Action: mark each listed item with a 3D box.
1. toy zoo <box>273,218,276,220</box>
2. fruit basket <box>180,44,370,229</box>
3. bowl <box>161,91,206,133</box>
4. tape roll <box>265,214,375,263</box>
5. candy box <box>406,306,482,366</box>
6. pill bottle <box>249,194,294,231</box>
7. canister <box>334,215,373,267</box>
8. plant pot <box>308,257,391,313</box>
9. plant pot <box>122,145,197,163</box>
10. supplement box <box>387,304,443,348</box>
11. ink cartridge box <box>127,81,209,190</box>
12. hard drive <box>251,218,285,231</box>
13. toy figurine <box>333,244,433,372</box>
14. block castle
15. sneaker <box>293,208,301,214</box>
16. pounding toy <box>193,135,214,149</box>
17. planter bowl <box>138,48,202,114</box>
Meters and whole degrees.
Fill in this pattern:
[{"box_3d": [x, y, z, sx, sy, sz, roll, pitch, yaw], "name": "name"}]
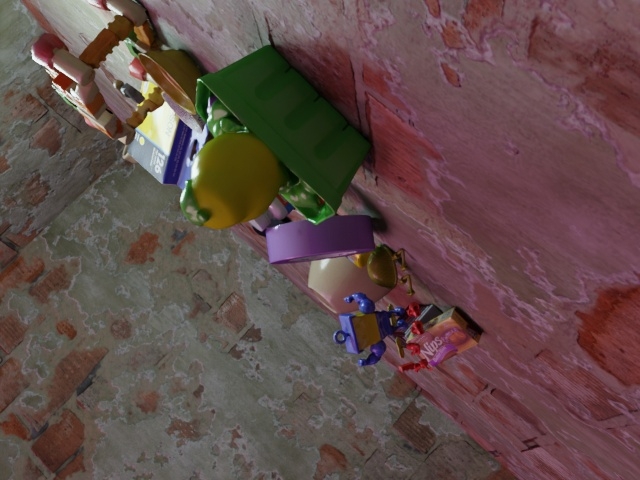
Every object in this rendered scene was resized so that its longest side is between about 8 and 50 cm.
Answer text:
[{"box_3d": [-0.217, -0.156, 2.474, 0.192, 0.030, 0.293, 43, 169, -2], "name": "toy zoo"}, {"box_3d": [-0.130, -0.153, 1.304, 0.392, 0.392, 0.283, 44, 169, -5], "name": "fruit basket"}, {"box_3d": [-0.397, -0.416, 1.993, 0.170, 0.080, 0.170, 41, 169, 9], "name": "bowl"}, {"box_3d": [0.000, 0.000, 1.676, 0.275, 0.275, 0.090, 150, 114, -79], "name": "tape roll"}, {"box_3d": [0.341, 0.270, 1.808, 0.109, 0.053, 0.187, 45, 132, -7], "name": "candy box"}, {"box_3d": [-0.104, -0.131, 1.662, 0.124, 0.221, 0.124, 41, 169, 10], "name": "pill bottle"}, {"box_3d": [0.071, -0.002, 1.929, 0.170, 0.073, 0.126, 38, 168, 19], "name": "canister"}, {"box_3d": [0.072, 0.125, 2.099, 0.284, 0.191, 0.284, 40, 169, 10], "name": "plant pot"}, {"box_3d": [-0.606, -0.382, 2.530, 0.229, 0.263, 0.263, 27, 177, -26], "name": "plant pot"}, {"box_3d": [0.293, 0.267, 2.012, 0.073, 0.130, 0.239, 43, 170, -4], "name": "supplement box"}, {"box_3d": [-0.512, -0.354, 2.174, 0.307, 0.303, 0.072, 39, -150, 31], "name": "ink cartridge box"}, {"box_3d": [-0.191, -0.043, 2.593, 0.172, 0.054, 0.254, 20, 171, 7], "name": "hard drive"}, {"box_3d": [0.135, 0.211, 1.748, 0.191, 0.217, 0.362, -177, 72, -73], "name": "toy figurine"}, {"box_3d": [-0.611, -0.500, 1.866, 0.213, 0.303, 0.453, 35, 168, 10], "name": "block castle"}, {"box_3d": [-0.060, -0.104, 2.027, 0.170, 0.068, 0.071, 42, 175, 4], "name": "sneaker"}, {"box_3d": [-0.485, -0.384, 2.311, 0.237, 0.110, 0.183, 18, -161, 42], "name": "pounding toy"}, {"box_3d": [-0.388, -0.455, 1.785, 0.217, 0.090, 0.217, 41, 168, 10], "name": "planter bowl"}]
